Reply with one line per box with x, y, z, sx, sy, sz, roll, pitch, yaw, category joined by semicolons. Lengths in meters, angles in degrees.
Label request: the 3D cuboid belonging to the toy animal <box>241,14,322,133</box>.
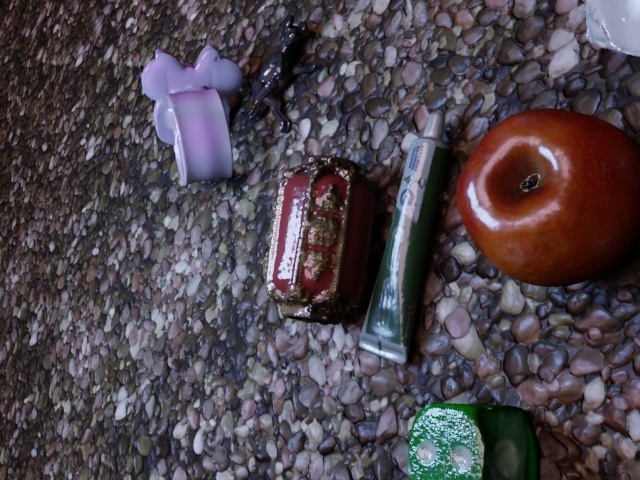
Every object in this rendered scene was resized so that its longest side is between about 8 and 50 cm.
-0.080;-0.328;1.389;0.232;0.085;0.148;-60;27;22;toy animal

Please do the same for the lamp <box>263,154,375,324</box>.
0.000;0.000;1.133;0.177;0.177;0.273;-2;78;45;lamp

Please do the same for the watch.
-0.243;-0.245;1.420;0.248;0.211;0.217;95;157;-44;watch

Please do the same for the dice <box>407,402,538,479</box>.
0.192;0.274;0.874;0.120;0.128;0.130;-12;70;45;dice

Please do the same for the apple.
0.281;-0.052;0.839;0.218;0.201;0.218;-12;69;34;apple

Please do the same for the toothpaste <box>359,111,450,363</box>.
0.140;-0.009;1.068;0.099;0.061;0.391;13;90;46;toothpaste

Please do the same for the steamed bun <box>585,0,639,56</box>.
0.426;-0.264;0.660;0.324;0.324;0.206;33;122;46;steamed bun
